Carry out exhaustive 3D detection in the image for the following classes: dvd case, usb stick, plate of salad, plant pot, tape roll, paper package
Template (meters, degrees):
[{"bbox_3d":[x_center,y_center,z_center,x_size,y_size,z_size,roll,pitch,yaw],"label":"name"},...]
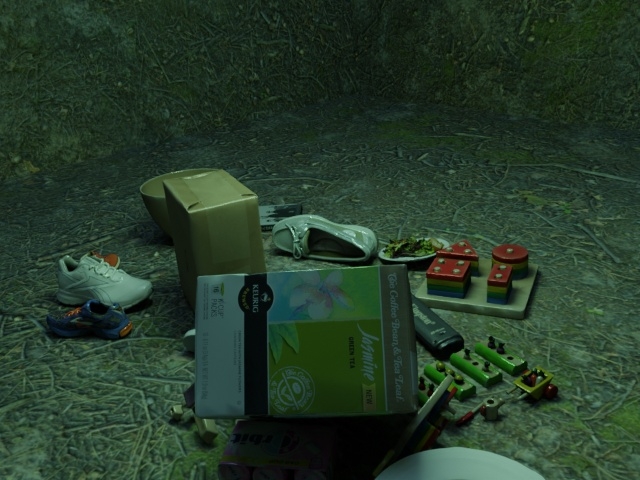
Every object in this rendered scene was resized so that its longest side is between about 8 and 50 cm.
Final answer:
[{"bbox_3d":[-0.184,-0.076,2.156,0.239,0.029,0.179,-4,23,4],"label":"dvd case"},{"bbox_3d":[0.225,0.178,1.448,0.077,0.045,0.278,-13,25,-17],"label":"usb stick"},{"bbox_3d":[0.259,0.015,1.790,0.200,0.048,0.200,-10,15,3],"label":"plate of salad"},{"bbox_3d":[-0.418,-0.100,2.059,0.284,0.191,0.284,-5,24,2],"label":"plant pot"},{"bbox_3d":[0.190,0.408,0.848,0.286,0.100,0.286,-4,24,2],"label":"tape roll"},{"bbox_3d":[-0.260,0.019,1.579,0.168,0.324,0.309,-14,24,-21],"label":"paper package"}]

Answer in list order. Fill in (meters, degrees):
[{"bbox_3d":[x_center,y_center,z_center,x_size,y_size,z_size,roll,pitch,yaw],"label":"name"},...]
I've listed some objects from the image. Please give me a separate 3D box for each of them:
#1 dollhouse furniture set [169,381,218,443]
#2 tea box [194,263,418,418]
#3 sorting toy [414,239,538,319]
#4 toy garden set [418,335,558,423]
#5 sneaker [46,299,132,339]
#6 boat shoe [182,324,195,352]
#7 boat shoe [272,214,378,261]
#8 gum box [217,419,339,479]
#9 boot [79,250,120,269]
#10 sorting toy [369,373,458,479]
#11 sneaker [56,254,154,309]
[{"bbox_3d":[-0.216,0.343,1.208,0.081,0.091,0.114,27,22,-45],"label":"dollhouse furniture set"},{"bbox_3d":[-0.003,0.183,1.068,0.324,0.220,0.329,-5,-16,8],"label":"tea box"},{"bbox_3d":[0.392,0.079,1.587,0.257,0.089,0.255,5,25,25],"label":"sorting toy"},{"bbox_3d":[0.304,0.264,1.222,0.244,0.049,0.204,-17,26,-26],"label":"toy garden set"},{"bbox_3d":[-0.566,0.183,1.561,0.221,0.087,0.083,-1,23,11],"label":"sneaker"},{"bbox_3d":[-0.192,0.210,1.427,0.228,0.080,0.076,-6,32,19],"label":"boat shoe"},{"bbox_3d":[0.001,0.003,1.827,0.320,0.118,0.103,10,22,18],"label":"boat shoe"},{"bbox_3d":[-0.070,0.361,1.062,0.188,0.062,0.107,0,23,12],"label":"gum box"},{"bbox_3d":[-0.644,0.061,1.869,0.059,0.084,0.158,1,22,18],"label":"boot"},{"bbox_3d":[0.169,0.309,1.037,0.046,0.132,0.274,36,49,19],"label":"sorting toy"},{"bbox_3d":[-0.579,0.110,1.683,0.297,0.129,0.111,3,23,17],"label":"sneaker"}]
